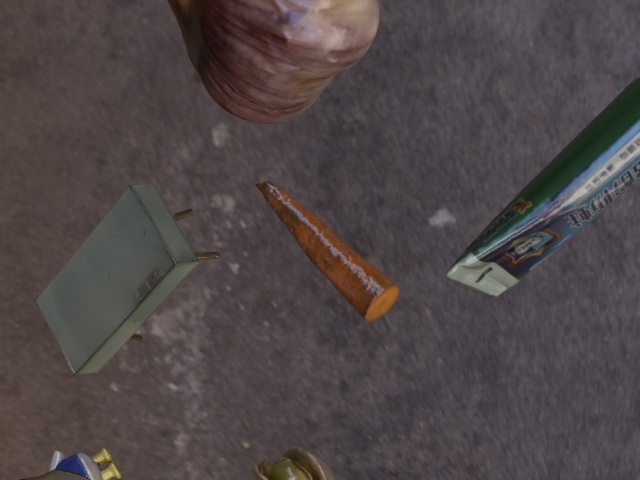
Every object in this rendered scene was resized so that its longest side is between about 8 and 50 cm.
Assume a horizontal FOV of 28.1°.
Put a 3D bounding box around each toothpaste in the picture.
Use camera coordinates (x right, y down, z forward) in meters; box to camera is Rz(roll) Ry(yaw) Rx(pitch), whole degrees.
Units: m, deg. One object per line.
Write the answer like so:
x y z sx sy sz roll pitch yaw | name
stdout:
0.255 -0.092 1.004 0.392 0.099 0.061 -46 58 15 | toothpaste

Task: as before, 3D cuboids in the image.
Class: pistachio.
-0.035 0.334 1.542 0.144 0.215 0.144 1 53 -2 | pistachio

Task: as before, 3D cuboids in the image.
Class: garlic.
-0.049 -0.207 0.956 0.160 0.245 0.245 0 68 -18 | garlic

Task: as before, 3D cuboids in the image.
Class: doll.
-0.304 0.295 1.496 0.143 0.057 0.099 -32 60 -14 | doll

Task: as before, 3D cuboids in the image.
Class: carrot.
0.000 0.000 1.510 0.057 0.057 0.224 -42 72 -5 | carrot

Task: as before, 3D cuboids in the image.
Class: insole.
-0.266 0.260 1.307 0.004 0.188 0.064 -44 107 -36 | insole

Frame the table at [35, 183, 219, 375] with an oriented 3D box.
-0.234 0.049 1.604 0.240 0.111 0.121 -45 66 33 | table
